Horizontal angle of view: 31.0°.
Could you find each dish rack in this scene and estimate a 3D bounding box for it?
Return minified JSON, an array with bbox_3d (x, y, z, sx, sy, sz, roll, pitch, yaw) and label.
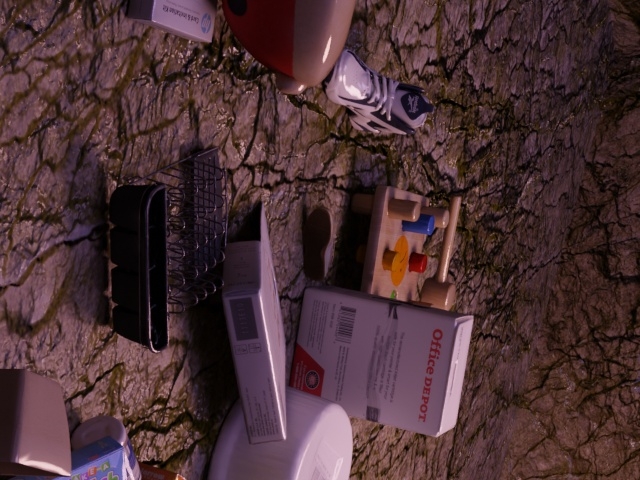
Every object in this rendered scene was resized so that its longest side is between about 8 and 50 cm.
[{"bbox_3d":[-0.173,-0.002,1.458,0.271,0.074,0.208,-36,133,-60],"label":"dish rack"}]

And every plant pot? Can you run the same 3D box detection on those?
[{"bbox_3d":[-0.318,0.184,1.172,0.109,0.109,0.096,44,48,-63],"label":"plant pot"}]

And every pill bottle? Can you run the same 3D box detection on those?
[{"bbox_3d":[-0.255,0.274,1.397,0.067,0.067,0.120,-57,149,-42],"label":"pill bottle"}]

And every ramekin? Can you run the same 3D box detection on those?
[{"bbox_3d":[-0.055,0.363,1.816,0.277,0.135,0.277,11,90,-68],"label":"ramekin"}]

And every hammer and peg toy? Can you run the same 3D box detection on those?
[{"bbox_3d":[0.155,0.030,2.172,0.361,0.127,0.266,6,93,-67],"label":"hammer and peg toy"}]

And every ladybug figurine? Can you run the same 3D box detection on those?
[{"bbox_3d":[-0.026,-0.409,1.440,0.305,0.161,0.449,154,-56,-83],"label":"ladybug figurine"}]

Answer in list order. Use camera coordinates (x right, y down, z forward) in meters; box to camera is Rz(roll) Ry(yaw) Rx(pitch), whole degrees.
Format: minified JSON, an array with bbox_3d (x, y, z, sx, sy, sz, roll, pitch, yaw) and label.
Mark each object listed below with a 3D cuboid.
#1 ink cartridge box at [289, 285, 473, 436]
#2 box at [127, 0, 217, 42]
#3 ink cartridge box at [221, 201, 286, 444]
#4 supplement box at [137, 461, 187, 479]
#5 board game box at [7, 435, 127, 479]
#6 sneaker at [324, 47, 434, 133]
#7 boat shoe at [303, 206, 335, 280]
[{"bbox_3d":[0.102,0.197,1.930,0.114,0.272,0.197,-2,102,-66],"label":"ink cartridge box"},{"bbox_3d":[-0.164,-0.341,1.375,0.145,0.038,0.186,3,98,-67],"label":"box"},{"bbox_3d":[-0.094,0.117,1.695,0.239,0.060,0.275,-95,178,-58],"label":"ink cartridge box"},{"bbox_3d":[-0.243,0.405,1.471,0.233,0.078,0.080,-67,151,-29],"label":"supplement box"},{"bbox_3d":[-0.290,0.345,1.312,0.160,0.039,0.212,-20,122,-37],"label":"board game box"},{"bbox_3d":[0.107,-0.240,1.902,0.235,0.153,0.094,56,47,-59],"label":"sneaker"},{"bbox_3d":[0.000,0.000,1.901,0.045,0.050,0.135,-50,154,-55],"label":"boat shoe"}]
